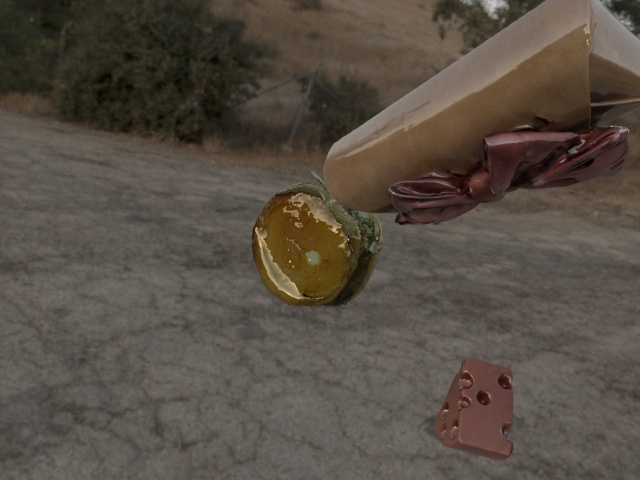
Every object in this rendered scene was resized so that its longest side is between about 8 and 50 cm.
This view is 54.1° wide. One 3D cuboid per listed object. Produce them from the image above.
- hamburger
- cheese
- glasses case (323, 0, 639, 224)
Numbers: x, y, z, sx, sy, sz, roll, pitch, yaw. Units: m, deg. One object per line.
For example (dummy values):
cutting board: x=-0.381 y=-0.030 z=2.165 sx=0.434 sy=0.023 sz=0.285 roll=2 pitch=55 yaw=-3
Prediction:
hamburger: x=0.000 y=0.000 z=0.851 sx=0.177 sy=0.186 sz=0.113 roll=-1 pitch=0 yaw=39
cheese: x=0.344 y=0.391 z=1.347 sx=0.128 sy=0.203 sz=0.177 roll=17 pitch=22 yaw=-4
glasses case: x=0.095 y=-0.043 z=0.358 sx=0.102 sy=0.070 sz=0.193 roll=26 pitch=-30 yaw=-28
